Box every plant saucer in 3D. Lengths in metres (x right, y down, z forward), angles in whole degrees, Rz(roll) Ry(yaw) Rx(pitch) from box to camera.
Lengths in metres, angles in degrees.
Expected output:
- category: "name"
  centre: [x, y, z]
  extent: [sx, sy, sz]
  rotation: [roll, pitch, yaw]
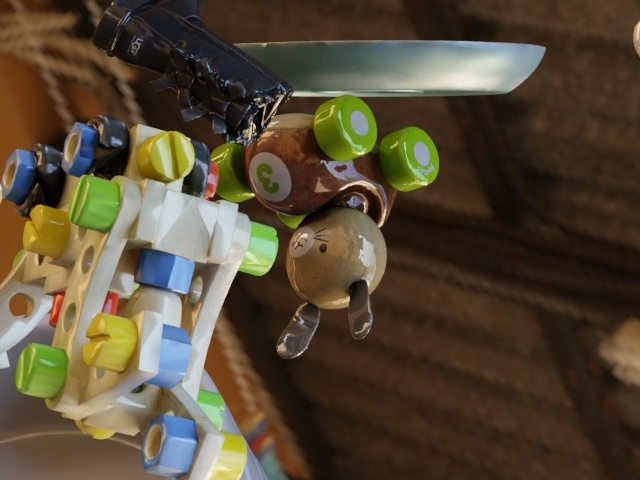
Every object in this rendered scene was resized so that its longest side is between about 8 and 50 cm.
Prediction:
- category: "plant saucer"
  centre: [0.042, -0.152, 1.773]
  extent: [0.317, 0.317, 0.043]
  rotation: [3, -86, 53]

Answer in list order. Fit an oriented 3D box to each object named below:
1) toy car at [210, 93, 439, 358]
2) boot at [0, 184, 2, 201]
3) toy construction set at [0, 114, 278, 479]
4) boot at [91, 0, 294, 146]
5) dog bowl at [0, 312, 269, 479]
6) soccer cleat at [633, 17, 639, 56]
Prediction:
- category: "toy car"
  centre: [0.000, 0.000, 1.630]
  extent: [0.155, 0.188, 0.149]
  rotation: [-19, -31, 41]
- category: "boot"
  centre: [-0.358, -0.114, 1.755]
  extent: [0.203, 0.095, 0.262]
  rotation: [42, -55, 18]
- category: "toy construction set"
  centre: [-0.147, 0.039, 1.178]
  extent: [0.151, 0.215, 0.328]
  rotation: [19, -16, -40]
- category: "boot"
  centre: [-0.059, -0.101, 1.065]
  extent: [0.099, 0.121, 0.045]
  rotation: [32, -64, 5]
- category: "dog bowl"
  centre: [-0.204, 0.178, 1.294]
  extent: [0.349, 0.349, 0.102]
  rotation: [22, -45, 37]
- category: "soccer cleat"
  centre: [0.347, -0.183, 1.586]
  extent: [0.068, 0.196, 0.076]
  rotation: [54, 15, -70]
